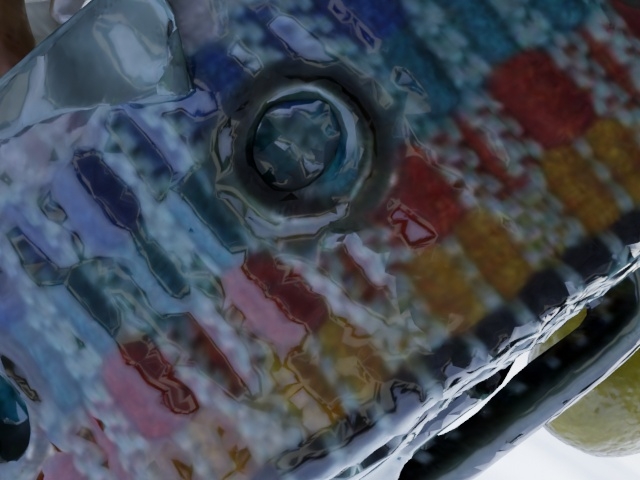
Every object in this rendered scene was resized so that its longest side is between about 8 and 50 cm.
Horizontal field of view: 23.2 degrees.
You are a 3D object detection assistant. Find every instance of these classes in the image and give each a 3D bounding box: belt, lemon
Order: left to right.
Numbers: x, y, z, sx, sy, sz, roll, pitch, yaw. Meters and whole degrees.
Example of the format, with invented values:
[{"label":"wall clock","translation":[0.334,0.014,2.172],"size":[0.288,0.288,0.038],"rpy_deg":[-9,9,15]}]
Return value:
[{"label":"belt","translation":[0.000,0.000,0.414],"size":[0.150,0.257,0.207],"rpy_deg":[52,-173,9]},{"label":"lemon","translation":[0.192,0.090,1.035],"size":[0.109,0.109,0.133],"rpy_deg":[36,-163,28]}]

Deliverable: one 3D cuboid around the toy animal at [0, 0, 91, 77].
[{"label":"toy animal","translation":[-0.113,-0.155,0.546],"size":[0.185,0.184,0.104],"rpy_deg":[41,-177,13]}]
